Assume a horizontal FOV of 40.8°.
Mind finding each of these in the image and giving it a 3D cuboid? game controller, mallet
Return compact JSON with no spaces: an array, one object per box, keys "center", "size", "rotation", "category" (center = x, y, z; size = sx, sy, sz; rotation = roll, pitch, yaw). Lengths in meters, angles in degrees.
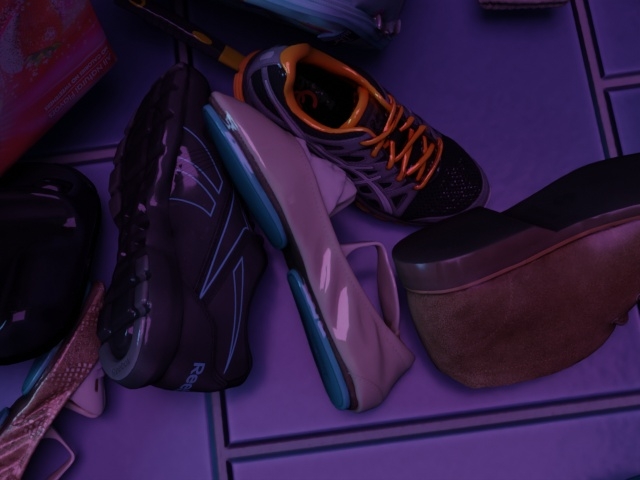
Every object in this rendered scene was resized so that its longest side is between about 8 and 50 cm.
[{"center":[-0.325,0.019,0.638],"size":[0.319,0.067,0.167],"rotation":[-3,62,7],"category":"game controller"},{"center":[-0.074,-0.134,0.668],"size":[0.189,0.039,0.062],"rotation":[21,78,-13],"category":"mallet"}]

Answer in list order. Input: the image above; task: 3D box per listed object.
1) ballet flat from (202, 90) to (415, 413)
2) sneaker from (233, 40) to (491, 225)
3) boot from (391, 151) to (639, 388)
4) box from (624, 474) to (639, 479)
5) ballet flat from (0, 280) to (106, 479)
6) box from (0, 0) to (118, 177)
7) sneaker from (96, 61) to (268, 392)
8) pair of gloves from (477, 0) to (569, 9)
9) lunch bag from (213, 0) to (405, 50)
[{"center":[0.000,0.000,0.612],"size":[0.086,0.086,0.248],"rotation":[-24,99,-3],"category":"ballet flat"},{"center":[0.038,-0.075,0.632],"size":[0.214,0.083,0.084],"rotation":[26,78,-15],"category":"sneaker"},{"center":[0.207,0.012,0.630],"size":[0.305,0.112,0.115],"rotation":[-19,106,-7],"category":"boot"},{"center":[0.136,0.246,0.577],"size":[0.244,0.060,0.101],"rotation":[-20,76,-2],"category":"box"},{"center":[-0.201,0.128,0.633],"size":[0.067,0.073,0.206],"rotation":[35,82,-17],"category":"ballet flat"},{"center":[-0.301,-0.096,0.572],"size":[0.142,0.154,0.300],"rotation":[33,70,20],"category":"box"},{"center":[-0.100,-0.011,0.650],"size":[0.106,0.101,0.267],"rotation":[18,59,-32],"category":"sneaker"},{"center":[0.229,-0.285,0.716],"size":[0.240,0.042,0.204],"rotation":[-8,72,-1],"category":"pair of gloves"},{"center":[-0.059,-0.224,0.629],"size":[0.279,0.224,0.108],"rotation":[24,99,8],"category":"lunch bag"}]
